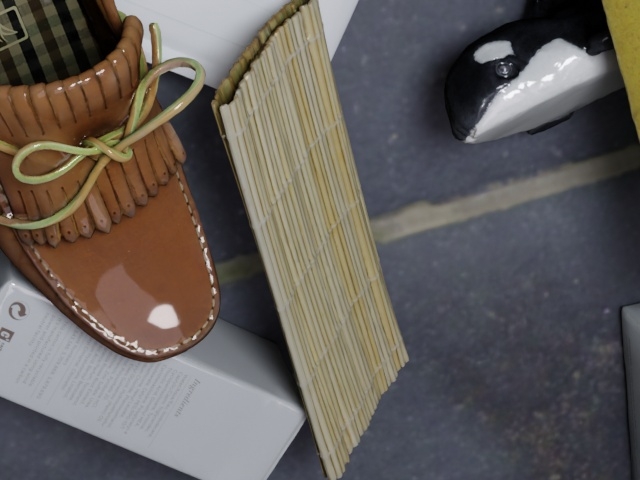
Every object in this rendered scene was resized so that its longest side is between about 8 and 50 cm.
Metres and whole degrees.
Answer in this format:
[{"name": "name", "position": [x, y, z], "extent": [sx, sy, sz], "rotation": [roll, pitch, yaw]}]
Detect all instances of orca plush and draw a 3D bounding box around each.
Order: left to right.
[{"name": "orca plush", "position": [0.198, -0.164, 1.131], "extent": [0.287, 0.151, 0.102], "rotation": [-26, 80, -5]}]

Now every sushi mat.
[{"name": "sushi mat", "position": [0.000, 0.000, 1.102], "extent": [0.019, 0.151, 0.316], "rotation": [4, 129, 26]}]

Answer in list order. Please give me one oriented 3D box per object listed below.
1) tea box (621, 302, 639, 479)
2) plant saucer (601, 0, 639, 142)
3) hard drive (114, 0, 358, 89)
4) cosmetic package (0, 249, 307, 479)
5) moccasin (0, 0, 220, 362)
[{"name": "tea box", "position": [0.431, 0.168, 1.191], "extent": [0.329, 0.323, 0.220], "rotation": [-12, 113, -9]}, {"name": "plant saucer", "position": [0.334, -0.168, 1.090], "extent": [0.332, 0.081, 0.333], "rotation": [-35, 118, -29]}, {"name": "hard drive", "position": [-0.045, -0.279, 1.057], "extent": [0.233, 0.047, 0.353], "rotation": [20, 106, -19]}, {"name": "cosmetic package", "position": [-0.134, 0.084, 1.139], "extent": [0.231, 0.117, 0.085], "rotation": [28, 103, -20]}, {"name": "moccasin", "position": [-0.156, -0.097, 0.982], "extent": [0.139, 0.147, 0.380], "rotation": [-23, 106, -20]}]
